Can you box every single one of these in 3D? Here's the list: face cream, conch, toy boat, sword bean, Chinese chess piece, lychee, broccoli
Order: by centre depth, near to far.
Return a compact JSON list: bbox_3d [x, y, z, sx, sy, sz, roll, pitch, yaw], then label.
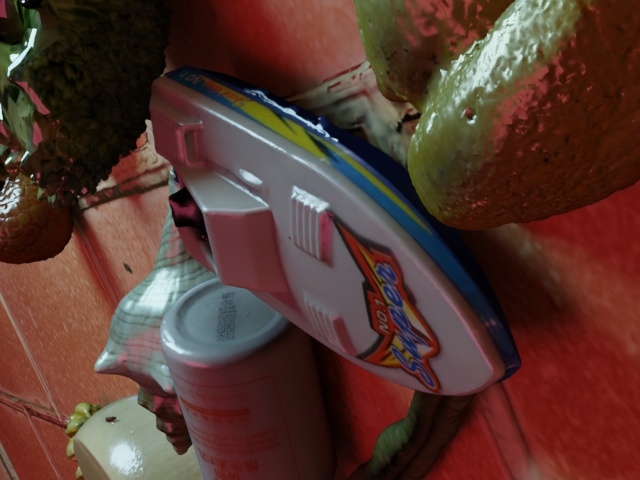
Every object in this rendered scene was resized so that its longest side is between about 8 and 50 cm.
[{"bbox_3d":[0.000,0.000,0.592,0.295,0.088,0.129,34,142,48],"label":"toy boat"},{"bbox_3d":[0.050,0.129,0.692,0.043,0.038,0.269,23,148,2],"label":"sword bean"},{"bbox_3d":[-0.182,-0.147,0.703,0.226,0.176,0.198,52,153,-14],"label":"broccoli"},{"bbox_3d":[-0.040,0.149,0.809,0.101,0.101,0.251,33,143,47],"label":"face cream"},{"bbox_3d":[-0.108,0.080,0.870,0.137,0.114,0.234,37,142,20],"label":"conch"},{"bbox_3d":[-0.312,-0.025,1.139,0.101,0.114,0.140,34,178,22],"label":"lychee"},{"bbox_3d":[-0.162,0.292,1.198,0.273,0.102,0.273,46,153,32],"label":"Chinese chess piece"}]

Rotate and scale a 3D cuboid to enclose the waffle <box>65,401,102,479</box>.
[{"bbox_3d":[-0.255,0.338,1.424,0.250,0.056,0.261,-131,21,-68],"label":"waffle"}]

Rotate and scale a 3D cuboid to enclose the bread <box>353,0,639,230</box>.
[{"bbox_3d":[0.060,-0.076,0.433,0.149,0.065,0.188,66,158,4],"label":"bread"}]
